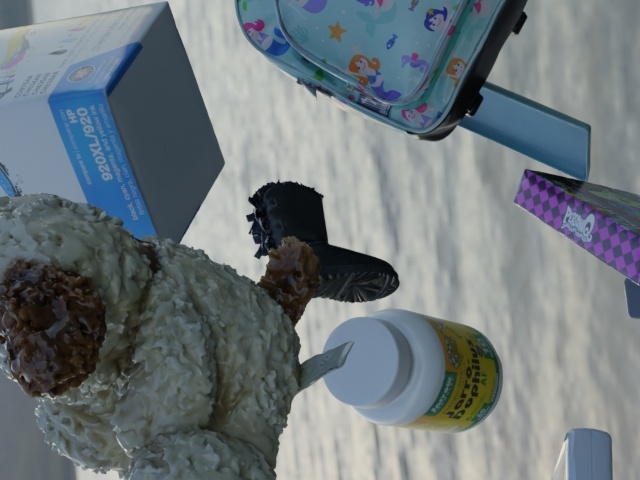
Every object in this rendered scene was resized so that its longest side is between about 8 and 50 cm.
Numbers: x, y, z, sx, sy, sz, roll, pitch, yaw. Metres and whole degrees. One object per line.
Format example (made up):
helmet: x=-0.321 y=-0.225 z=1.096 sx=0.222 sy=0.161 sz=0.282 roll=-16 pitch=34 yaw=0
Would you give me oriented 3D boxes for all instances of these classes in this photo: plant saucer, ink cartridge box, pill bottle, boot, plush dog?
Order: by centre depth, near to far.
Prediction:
plush dog: x=-0.130 y=0.050 z=1.046 sx=0.210 sy=0.225 sz=0.262 roll=-59 pitch=30 yaw=-3
boot: x=0.000 y=0.000 z=1.363 sx=0.045 sy=0.121 sz=0.099 roll=116 pitch=148 yaw=-47
ink cartridge box: x=-0.233 y=-0.080 z=1.410 sx=0.171 sy=0.233 sz=0.168 roll=-68 pitch=-35 yaw=-53
plant saucer: x=0.190 y=-0.121 z=1.642 sx=0.192 sy=0.018 sz=0.067 roll=28 pitch=143 yaw=33
pill bottle: x=0.090 y=0.130 z=1.655 sx=0.208 sy=0.118 sz=0.117 roll=17 pitch=-120 yaw=-57

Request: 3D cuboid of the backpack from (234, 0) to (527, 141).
backpack: x=0.047 y=-0.233 z=1.569 sx=0.225 sy=0.254 sz=0.191 roll=-62 pitch=-16 yaw=3

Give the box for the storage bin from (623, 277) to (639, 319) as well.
storage bin: x=0.440 y=0.065 z=2.027 sx=0.135 sy=0.091 sz=0.098 roll=3 pitch=112 yaw=37

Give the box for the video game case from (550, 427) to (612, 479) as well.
video game case: x=0.162 y=0.343 z=1.172 sx=0.329 sy=0.036 sz=0.300 roll=95 pitch=-179 yaw=-53

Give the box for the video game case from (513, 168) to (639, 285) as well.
video game case: x=0.314 y=0.005 z=1.470 sx=0.232 sy=0.210 sz=0.041 roll=42 pitch=116 yaw=62
